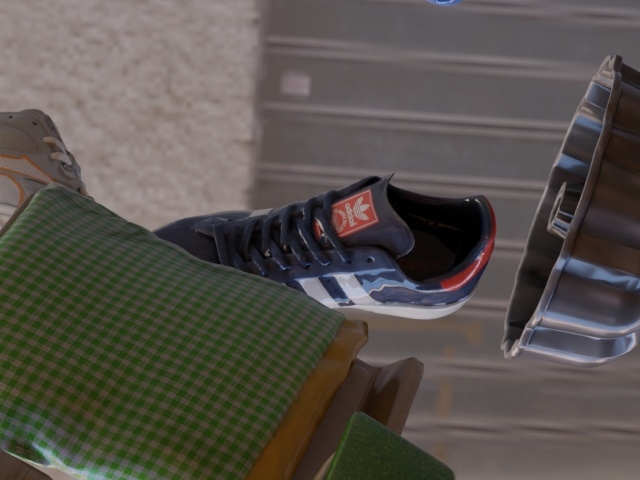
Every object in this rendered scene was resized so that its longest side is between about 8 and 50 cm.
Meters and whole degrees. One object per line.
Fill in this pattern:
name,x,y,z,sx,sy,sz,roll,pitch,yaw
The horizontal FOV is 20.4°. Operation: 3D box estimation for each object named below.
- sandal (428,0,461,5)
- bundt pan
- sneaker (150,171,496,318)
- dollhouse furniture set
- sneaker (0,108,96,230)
sandal,-0.009,-0.270,1.371,0.317,0.126,0.138,29,133,-27
bundt pan,0.296,-0.017,1.812,0.124,0.331,0.331,18,-178,0
sneaker,0.000,0.000,1.633,0.350,0.131,0.148,-5,154,-22
dollhouse furniture set,-0.056,0.052,0.674,0.197,0.151,0.301,29,-145,-2
sneaker,-0.158,-0.021,0.976,0.262,0.121,0.099,18,145,28
